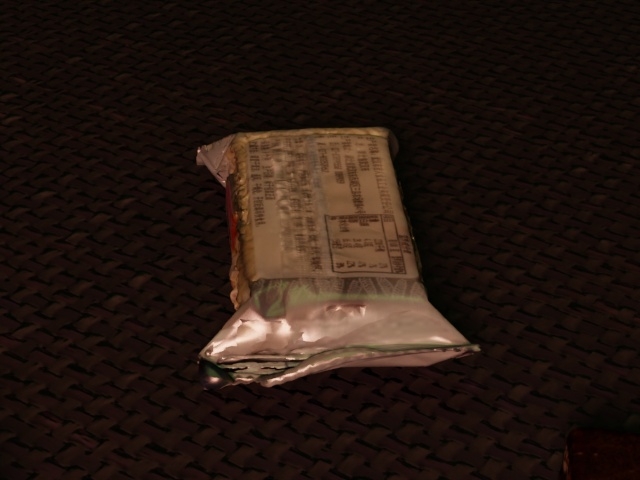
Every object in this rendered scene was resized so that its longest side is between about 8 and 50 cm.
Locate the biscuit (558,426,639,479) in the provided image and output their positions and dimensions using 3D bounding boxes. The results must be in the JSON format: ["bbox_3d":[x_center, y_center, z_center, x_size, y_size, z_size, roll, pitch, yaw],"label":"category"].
[{"bbox_3d":[0.181,0.208,0.671,0.106,0.070,0.252,6,35,5],"label":"biscuit"}]

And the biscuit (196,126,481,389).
[{"bbox_3d":[-0.005,0.001,0.947,0.186,0.079,0.309,-4,36,-6],"label":"biscuit"}]
